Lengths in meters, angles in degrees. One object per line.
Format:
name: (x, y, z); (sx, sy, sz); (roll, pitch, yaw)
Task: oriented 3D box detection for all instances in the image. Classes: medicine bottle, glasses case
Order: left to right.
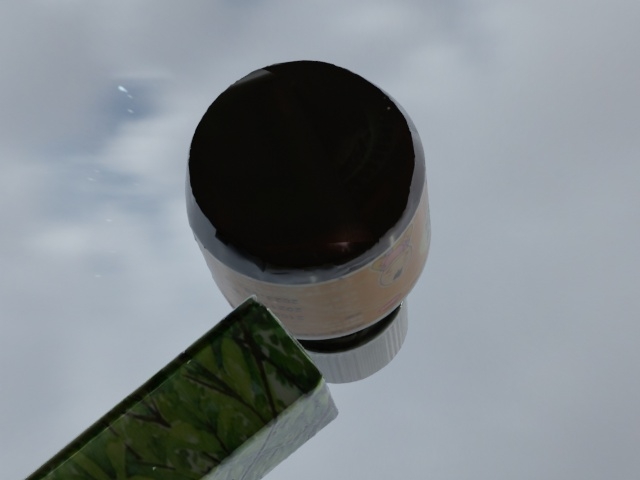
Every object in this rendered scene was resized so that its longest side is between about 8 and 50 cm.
glasses case: (-0.117, 0.133, 0.528); (0.272, 0.095, 0.062); (-39, -107, -8)
medicine bottle: (0.000, 0.000, 1.259); (0.242, 0.395, 0.243); (-2, -113, 6)
